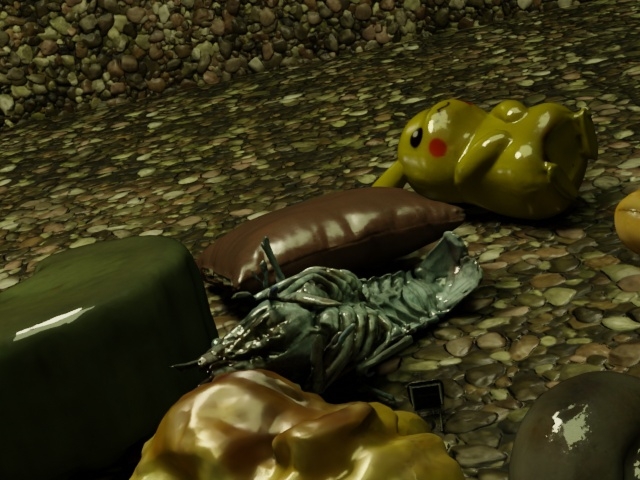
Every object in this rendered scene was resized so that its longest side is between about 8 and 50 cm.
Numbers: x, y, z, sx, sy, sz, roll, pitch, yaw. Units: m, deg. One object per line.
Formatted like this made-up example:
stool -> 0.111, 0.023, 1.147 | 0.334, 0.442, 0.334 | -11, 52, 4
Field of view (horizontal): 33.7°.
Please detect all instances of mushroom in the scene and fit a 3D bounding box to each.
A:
mushroom -> 0.229, 0.175, 0.883 | 0.141, 0.117, 0.188 | -8, 22, 43

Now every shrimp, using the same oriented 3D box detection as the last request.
shrimp -> 0.027, 0.083, 1.150 | 0.411, 0.166, 0.221 | -6, 52, -52

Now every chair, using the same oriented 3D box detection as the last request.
chair -> 0.107, 0.157, 1.070 | 0.037, 0.042, 0.086 | -7, 21, 2

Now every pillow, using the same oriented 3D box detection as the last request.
pillow -> 0.000, 0.000, 1.385 | 0.306, 0.108, 0.308 | -18, 7, -14

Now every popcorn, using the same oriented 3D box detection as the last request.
popcorn -> -0.012, 0.237, 0.715 | 0.265, 0.225, 0.332 | -17, 40, 20

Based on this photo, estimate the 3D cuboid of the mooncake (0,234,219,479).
mooncake -> -0.272, 0.128, 1.143 | 0.351, 0.187, 0.351 | -14, 12, 3

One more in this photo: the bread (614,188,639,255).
bread -> 0.490, -0.003, 1.205 | 0.142, 0.091, 0.305 | -18, 20, -36

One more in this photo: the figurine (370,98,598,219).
figurine -> 0.238, -0.126, 1.543 | 0.327, 0.169, 0.218 | 14, 48, 31
